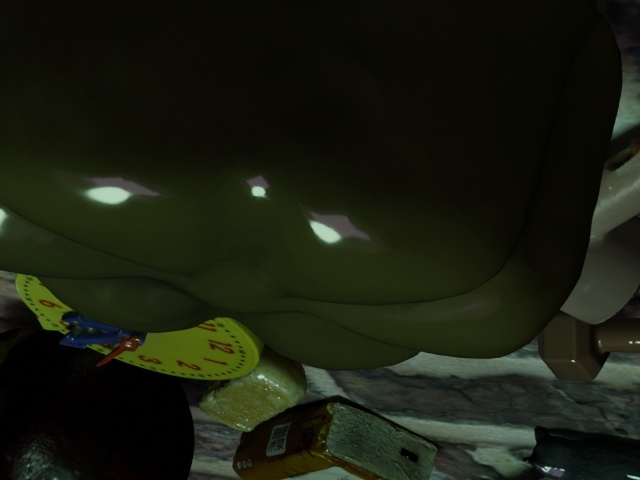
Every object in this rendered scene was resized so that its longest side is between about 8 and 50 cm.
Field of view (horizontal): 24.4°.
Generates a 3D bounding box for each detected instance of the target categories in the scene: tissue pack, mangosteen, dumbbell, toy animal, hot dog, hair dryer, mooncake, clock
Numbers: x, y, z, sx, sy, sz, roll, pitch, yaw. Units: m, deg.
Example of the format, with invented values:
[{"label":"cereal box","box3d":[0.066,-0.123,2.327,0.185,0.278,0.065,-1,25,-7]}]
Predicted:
[{"label":"tissue pack","box3d":[0.014,0.295,1.977,0.183,0.092,0.226,29,152,-26]},{"label":"mangosteen","box3d":[-0.325,0.243,1.868,0.347,0.307,0.307,36,163,25]},{"label":"dumbbell","box3d":[0.322,0.090,1.403,0.231,0.092,0.082,-2,122,33]},{"label":"toy animal","box3d":[0.350,0.275,1.755,0.210,0.121,0.117,23,135,0]},{"label":"hot dog","box3d":[-0.080,0.171,1.802,0.084,0.073,0.242,25,156,-11]},{"label":"hair dryer","box3d":[0.239,-0.061,1.159,0.189,0.106,0.344,28,143,-20]},{"label":"mooncake","box3d":[-0.036,-0.072,1.004,0.467,0.262,0.467,12,165,3]},{"label":"clock","box3d":[-0.201,0.085,1.594,0.294,0.071,0.277,9,154,16]}]

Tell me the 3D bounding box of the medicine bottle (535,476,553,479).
[{"label":"medicine bottle","box3d":[0.299,0.433,1.926,0.238,0.237,0.232,22,153,-14]}]
